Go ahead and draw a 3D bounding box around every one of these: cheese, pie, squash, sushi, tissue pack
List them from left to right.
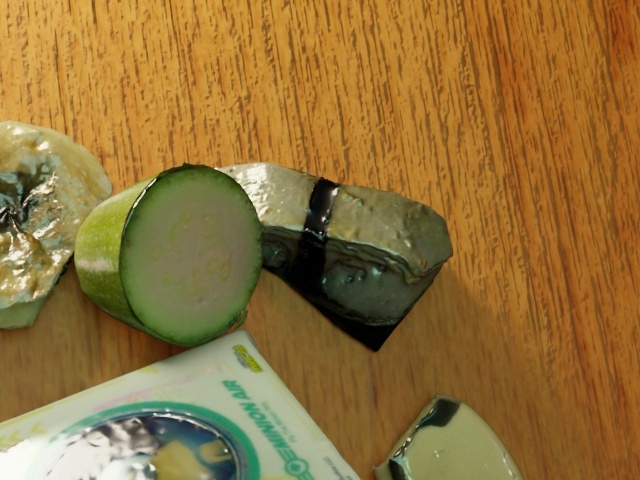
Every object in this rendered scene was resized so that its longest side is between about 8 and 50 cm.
[{"bbox_3d":[-0.311,-0.023,1.419,0.185,0.052,0.218,26,66,-4],"label":"pie"},{"bbox_3d":[-0.169,0.258,1.256,0.388,0.162,0.287,-21,39,-20],"label":"tissue pack"},{"bbox_3d":[-0.148,0.016,1.398,0.170,0.123,0.170,3,85,-43],"label":"squash"},{"bbox_3d":[0.000,-0.020,1.477,0.273,0.109,0.134,33,67,-4],"label":"sushi"},{"bbox_3d":[0.176,0.270,1.473,0.251,0.054,0.127,42,67,-2],"label":"cheese"}]
